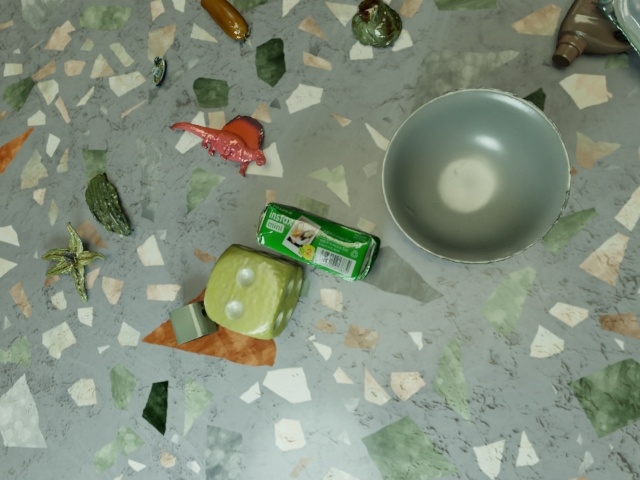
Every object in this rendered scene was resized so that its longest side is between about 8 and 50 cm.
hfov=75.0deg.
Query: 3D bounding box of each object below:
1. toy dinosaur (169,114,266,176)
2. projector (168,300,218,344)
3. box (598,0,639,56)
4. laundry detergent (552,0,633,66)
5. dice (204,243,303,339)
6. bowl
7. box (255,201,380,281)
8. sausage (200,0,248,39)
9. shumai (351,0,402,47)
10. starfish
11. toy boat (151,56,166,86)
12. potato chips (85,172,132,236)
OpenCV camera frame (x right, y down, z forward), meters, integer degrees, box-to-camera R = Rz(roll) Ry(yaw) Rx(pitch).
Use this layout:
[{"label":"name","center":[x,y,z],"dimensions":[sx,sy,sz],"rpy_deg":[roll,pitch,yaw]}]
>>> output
[{"label":"toy dinosaur","center":[-0.238,-0.274,1.047],"dimensions":[0.286,0.070,0.139],"rpy_deg":[32,83,15]},{"label":"projector","center":[-0.306,0.197,1.008],"dimensions":[0.083,0.083,0.082],"rpy_deg":[-22,82,9]},{"label":"box","center":[0.744,-0.432,0.779],"dimensions":[0.264,0.106,0.337],"rpy_deg":[-43,94,5]},{"label":"laundry detergent","center":[0.605,-0.457,0.867],"dimensions":[0.171,0.076,0.237],"rpy_deg":[32,93,9]},{"label":"dice","center":[-0.145,0.111,0.938],"dimensions":[0.169,0.166,0.170],"rpy_deg":[19,90,12]},{"label":"bowl","center":[0.303,-0.119,0.865],"dimensions":[0.345,0.157,0.346],"rpy_deg":[-1,85,11]},{"label":"box","center":[0.000,0.000,0.911],"dimensions":[0.250,0.180,0.103],"rpy_deg":[22,95,11]},{"label":"sausage","center":[-0.245,-0.579,1.068],"dimensions":[0.062,0.054,0.183],"rpy_deg":[-33,76,-23]},{"label":"shumai","center":[0.129,-0.516,0.966],"dimensions":[0.123,0.087,0.099],"rpy_deg":[14,88,11]},{"label":"starfish","center":[-0.653,0.060,1.110],"dimensions":[0.223,0.050,0.217],"rpy_deg":[-7,91,23]},{"label":"toy boat","center":[-0.431,-0.448,1.106],"dimensions":[0.038,0.038,0.083],"rpy_deg":[3,86,12]},{"label":"potato chips","center":[-0.569,-0.083,1.114],"dimensions":[0.091,0.028,0.208],"rpy_deg":[-33,78,9]}]
